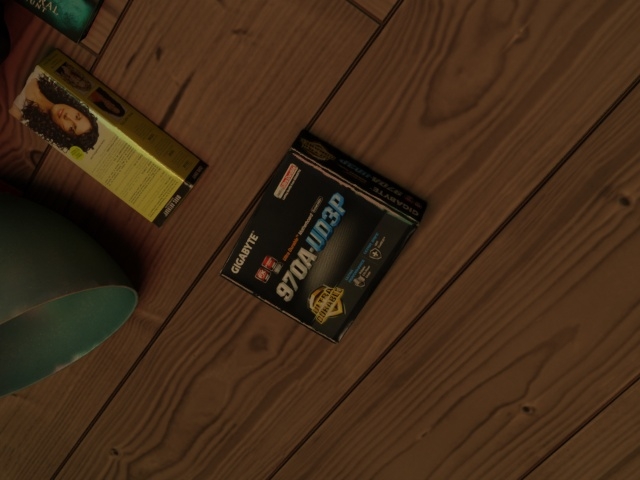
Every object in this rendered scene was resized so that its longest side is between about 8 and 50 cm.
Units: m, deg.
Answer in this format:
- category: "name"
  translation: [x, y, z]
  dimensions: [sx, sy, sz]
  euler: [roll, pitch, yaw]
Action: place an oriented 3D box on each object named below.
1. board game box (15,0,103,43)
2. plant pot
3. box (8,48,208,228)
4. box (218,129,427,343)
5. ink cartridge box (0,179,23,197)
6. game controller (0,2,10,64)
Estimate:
- category: "board game box"
  translation: [-0.326, -0.327, 1.334]
  dimensions: [0.186, 0.026, 0.126]
  euler: [34, 125, -4]
- category: "plant pot"
  translation: [-0.402, 0.055, 1.472]
  dimensions: [0.290, 0.290, 0.195]
  euler: [-41, 72, 33]
- category: "box"
  translation: [-0.256, -0.122, 1.419]
  dimensions: [0.232, 0.058, 0.087]
  euler: [37, 125, -7]
- category: "box"
  translation: [0.000, 0.000, 1.413]
  dimensions: [0.175, 0.051, 0.220]
  euler: [31, 125, -2]
- category: "ink cartridge box"
  translation: [-0.553, -0.015, 1.584]
  dimensions: [0.239, 0.060, 0.275]
  euler: [31, 125, 0]
- category: "game controller"
  translation: [-0.448, -0.143, 1.380]
  dimensions: [0.067, 0.166, 0.319]
  euler: [18, 113, -27]
